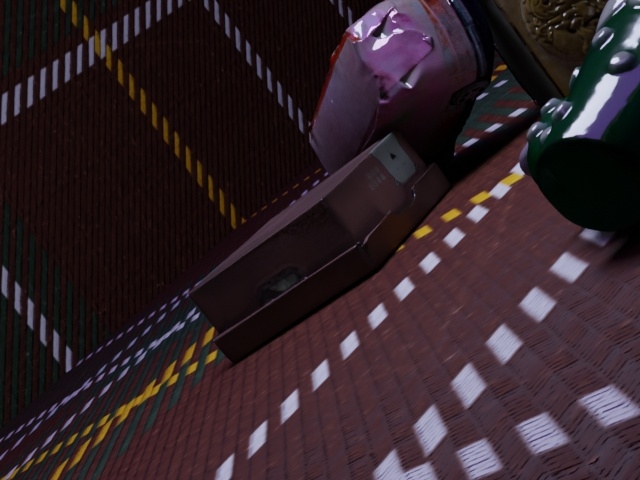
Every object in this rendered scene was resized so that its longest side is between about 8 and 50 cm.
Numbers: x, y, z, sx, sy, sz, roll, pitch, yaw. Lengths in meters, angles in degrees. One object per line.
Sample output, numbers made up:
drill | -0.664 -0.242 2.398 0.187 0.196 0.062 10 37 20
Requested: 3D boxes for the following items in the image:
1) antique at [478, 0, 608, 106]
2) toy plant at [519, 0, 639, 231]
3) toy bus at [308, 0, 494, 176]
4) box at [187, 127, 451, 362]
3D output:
antique | 0.254 -0.240 1.659 0.152 0.146 0.148 -38 8 -4
toy plant | 0.215 -0.106 0.929 0.243 0.112 0.232 -44 10 -3
toy bus | 0.084 -0.154 1.723 0.147 0.127 0.302 -23 -17 -16
box | 0.000 0.000 1.602 0.215 0.086 0.215 -34 6 34
